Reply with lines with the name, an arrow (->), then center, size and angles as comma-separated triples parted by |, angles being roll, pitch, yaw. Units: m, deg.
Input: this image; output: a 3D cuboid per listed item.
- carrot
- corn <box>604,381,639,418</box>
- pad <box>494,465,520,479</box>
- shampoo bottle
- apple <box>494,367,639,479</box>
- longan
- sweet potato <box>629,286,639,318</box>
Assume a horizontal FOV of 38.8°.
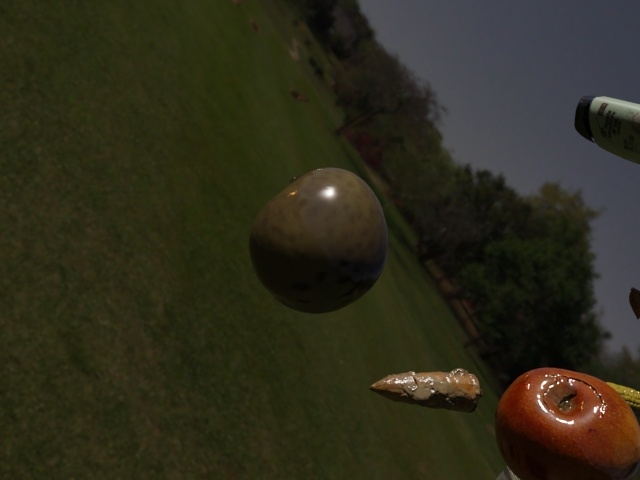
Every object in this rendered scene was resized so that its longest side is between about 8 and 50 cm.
carrot -> 0.235, 0.344, 2.091 | 0.102, 0.263, 0.102 | -173, -90, -73
corn -> 0.771, 0.413, 2.341 | 0.238, 0.080, 0.080 | 19, 31, -42
pad -> 0.513, 0.646, 2.083 | 0.323, 0.055, 0.250 | 53, 43, 4
shampoo bottle -> 0.751, -0.249, 2.139 | 0.359, 0.078, 0.134 | 30, -55, 53
apple -> 0.398, 0.305, 1.472 | 0.210, 0.235, 0.173 | -69, 151, -45
longan -> 0.000, 0.000, 1.963 | 0.319, 0.319, 0.319 | 58, 4, -6
sweet potato -> 0.747, 0.146, 2.145 | 0.034, 0.034, 0.095 | -116, -175, -58
